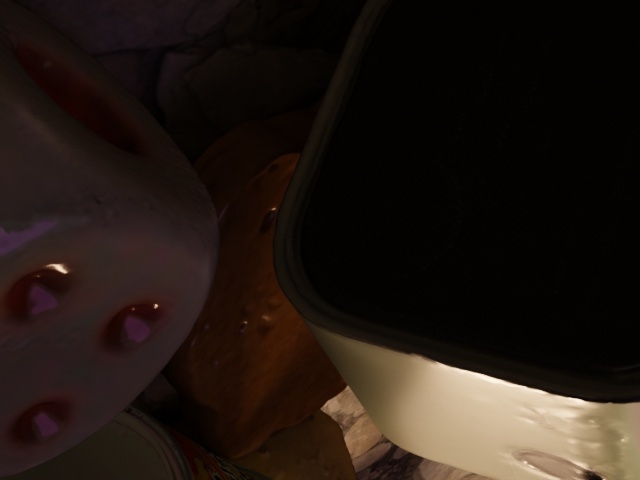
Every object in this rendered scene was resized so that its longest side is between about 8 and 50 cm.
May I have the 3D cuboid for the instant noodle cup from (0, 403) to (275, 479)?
[{"bbox_3d":[-0.132,0.229,0.880,0.264,0.264,0.200,-37,143,-4],"label":"instant noodle cup"}]

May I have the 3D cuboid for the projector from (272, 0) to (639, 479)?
[{"bbox_3d":[0.137,0.002,0.825,0.249,0.248,0.248,60,48,-62],"label":"projector"}]

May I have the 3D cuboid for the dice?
[{"bbox_3d":[-0.180,-0.007,0.684,0.192,0.194,0.193,-48,150,11],"label":"dice"}]

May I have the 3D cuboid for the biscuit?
[{"bbox_3d":[0.000,0.000,0.980,0.312,0.057,0.351,-46,153,-16],"label":"biscuit"}]

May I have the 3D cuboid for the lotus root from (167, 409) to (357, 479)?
[{"bbox_3d":[-0.123,0.240,1.092,0.342,0.169,0.151,-26,141,-20],"label":"lotus root"}]
